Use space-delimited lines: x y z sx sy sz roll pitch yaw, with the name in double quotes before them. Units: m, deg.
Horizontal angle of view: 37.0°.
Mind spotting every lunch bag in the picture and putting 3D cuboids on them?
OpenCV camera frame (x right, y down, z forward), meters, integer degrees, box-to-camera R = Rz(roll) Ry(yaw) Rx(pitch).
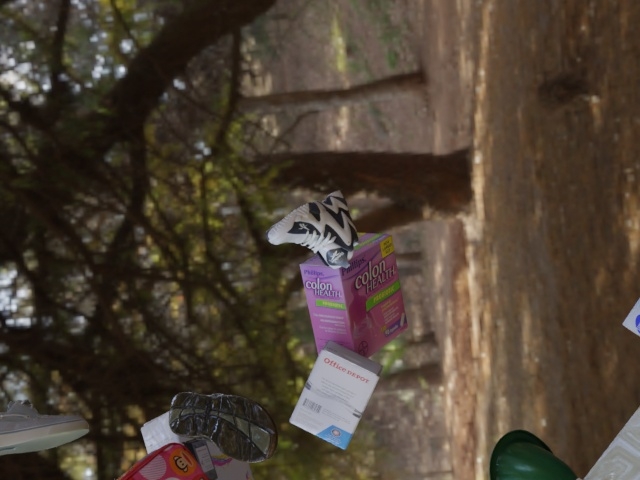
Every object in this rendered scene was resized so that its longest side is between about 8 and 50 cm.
"lunch bag" -0.328 0.606 2.032 0.258 0.120 0.293 -34 -93 -45

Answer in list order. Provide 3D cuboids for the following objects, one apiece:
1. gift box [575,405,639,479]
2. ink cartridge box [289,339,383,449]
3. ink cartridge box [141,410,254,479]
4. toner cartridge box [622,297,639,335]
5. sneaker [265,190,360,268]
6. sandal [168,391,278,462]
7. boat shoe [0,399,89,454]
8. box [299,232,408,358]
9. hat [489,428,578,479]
"gift box" 0.449 0.330 1.060 0.255 0.258 0.276 42 175 -18
"ink cartridge box" 0.036 0.337 2.094 0.191 0.139 0.082 -66 -7 14
"ink cartridge box" -0.295 0.580 2.403 0.226 0.131 0.306 4 -120 -52
"toner cartridge box" 0.675 0.127 1.759 0.075 0.165 0.348 -51 -18 -12
"sneaker" 0.000 0.000 1.970 0.153 0.094 0.235 59 -145 3
"sandal" -0.138 0.272 1.408 0.060 0.219 0.090 22 -106 -47
"boat shoe" -0.482 0.290 1.507 0.079 0.227 0.081 -51 49 53
"box" 0.082 0.131 2.211 0.213 0.117 0.243 -29 -66 -46
"hat" 0.423 0.414 1.638 0.208 0.183 0.173 46 -125 -14
